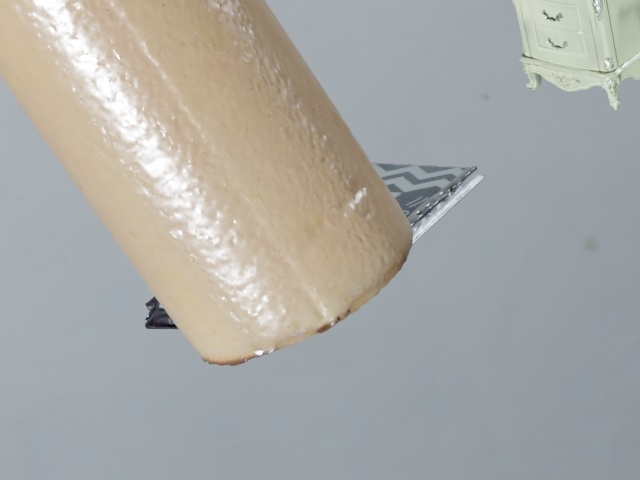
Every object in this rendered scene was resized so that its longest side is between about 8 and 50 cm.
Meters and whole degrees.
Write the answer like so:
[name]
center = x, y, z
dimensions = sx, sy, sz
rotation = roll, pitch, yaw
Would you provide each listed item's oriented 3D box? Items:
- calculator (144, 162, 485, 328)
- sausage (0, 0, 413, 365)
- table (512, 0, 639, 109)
[calculator]
center = 0.000, 0.001, 1.427
dimensions = 0.274, 0.166, 0.028
rotation = -40, 124, -47
[sausage]
center = -0.071, -0.072, 0.865
dimensions = 0.123, 0.123, 0.253
rotation = -35, 109, -8
[table]
center = 0.164, -0.134, 1.153
dimensions = 0.062, 0.079, 0.083
rotation = -35, 125, -30
